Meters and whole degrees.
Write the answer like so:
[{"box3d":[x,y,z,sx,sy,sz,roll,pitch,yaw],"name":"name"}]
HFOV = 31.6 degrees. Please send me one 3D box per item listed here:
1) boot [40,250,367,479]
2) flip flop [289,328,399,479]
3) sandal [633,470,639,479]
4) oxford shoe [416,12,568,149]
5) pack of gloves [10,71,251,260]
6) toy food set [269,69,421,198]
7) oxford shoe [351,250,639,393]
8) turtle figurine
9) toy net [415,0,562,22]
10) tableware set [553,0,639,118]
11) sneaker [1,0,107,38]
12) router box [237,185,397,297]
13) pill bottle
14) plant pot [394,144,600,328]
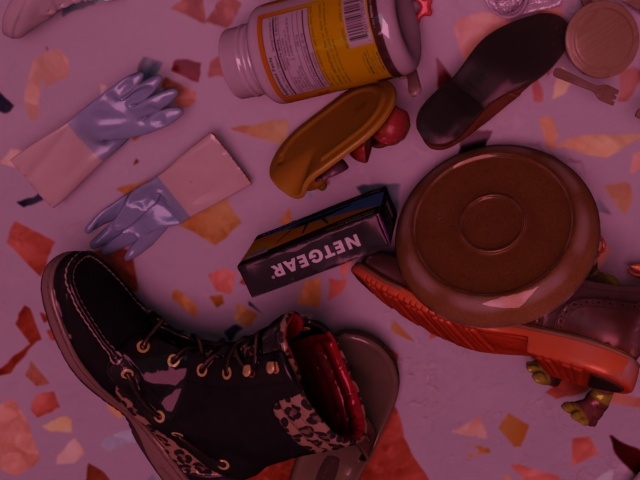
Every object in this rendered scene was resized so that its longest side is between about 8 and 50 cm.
[{"box3d":[-0.138,0.141,1.367,0.284,0.138,0.377,-20,108,32],"name":"boot"},{"box3d":[0.024,0.244,1.446,0.112,0.080,0.277,19,108,1],"name":"flip flop"},{"box3d":[0.577,0.299,1.379,0.416,0.102,0.169,-17,104,12],"name":"sandal"},{"box3d":[0.197,-0.183,1.307,0.212,0.076,0.076,-38,76,1],"name":"oxford shoe"},{"box3d":[-0.232,-0.093,1.409,0.232,0.046,0.195,-32,112,18],"name":"pack of gloves"},{"box3d":[0.046,-0.117,1.321,0.218,0.128,0.071,-36,120,11],"name":"toy food set"},{"box3d":[0.211,0.063,1.334,0.364,0.130,0.132,18,77,24],"name":"oxford shoe"},{"box3d":[0.349,0.102,1.360,0.269,0.087,0.217,44,112,17],"name":"turtle figurine"},{"box3d":[0.157,-0.292,1.278,0.232,0.045,0.122,19,107,6],"name":"toy net"},{"box3d":[0.362,-0.206,1.284,0.194,0.039,0.128,24,92,-9],"name":"tableware set"},{"box3d":[-0.287,-0.304,1.329,0.094,0.080,0.212,40,107,-17],"name":"sneaker"},{"box3d":[0.000,0.000,1.348,0.179,0.133,0.046,-21,103,12],"name":"router box"},{"box3d":[-0.002,-0.223,1.281,0.215,0.117,0.117,-10,105,21],"name":"pill bottle"},{"box3d":[0.197,-0.014,1.290,0.236,0.032,0.236,-8,62,15],"name":"plant pot"}]
